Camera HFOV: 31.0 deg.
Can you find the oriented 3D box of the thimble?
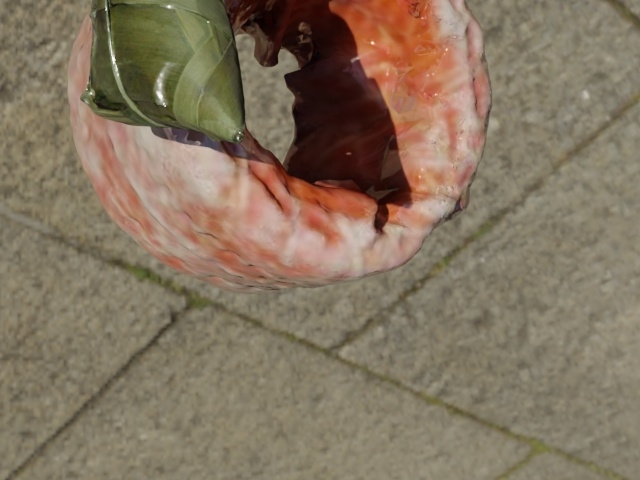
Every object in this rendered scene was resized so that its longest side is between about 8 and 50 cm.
[{"bbox_3d":[-0.023,-0.084,0.694,0.239,0.239,0.162,20,163,-30],"label":"thimble"}]

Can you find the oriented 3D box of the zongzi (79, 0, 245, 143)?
[{"bbox_3d":[-0.057,-0.100,0.493,0.055,0.119,0.109,-1,100,-34],"label":"zongzi"}]
